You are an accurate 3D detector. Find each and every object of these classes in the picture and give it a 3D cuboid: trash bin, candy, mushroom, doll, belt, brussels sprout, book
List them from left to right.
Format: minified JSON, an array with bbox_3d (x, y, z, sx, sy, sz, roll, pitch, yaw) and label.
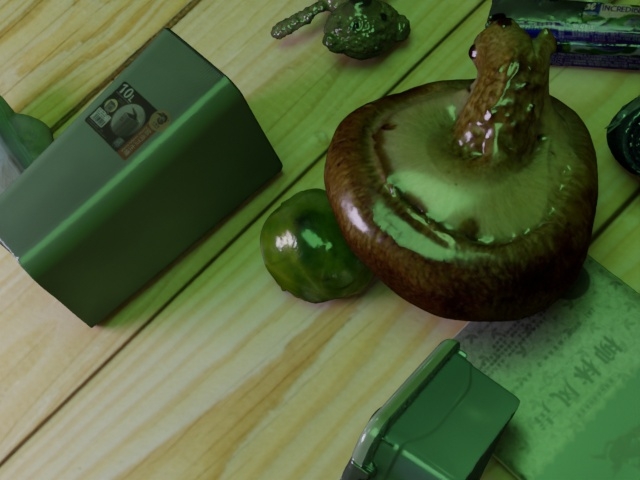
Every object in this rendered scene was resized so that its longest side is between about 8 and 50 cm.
[{"bbox_3d":[-0.240,-0.070,1.457,0.343,0.223,0.158,-45,61,-9],"label":"trash bin"},{"bbox_3d":[-0.004,-0.001,1.413,0.151,0.122,0.149,-14,63,8],"label":"brussels sprout"},{"bbox_3d":[0.036,-0.377,1.632,0.202,0.091,0.286,5,53,4],"label":"doll"},{"bbox_3d":[0.170,-0.085,1.309,0.345,0.260,0.346,2,50,-2],"label":"mushroom"},{"bbox_3d":[0.323,0.190,1.278,0.264,0.031,0.379,-45,61,-8],"label":"book"},{"bbox_3d":[0.375,-0.268,1.474,0.312,0.088,0.061,8,66,19],"label":"candy"},{"bbox_3d":[0.460,-0.147,1.375,0.218,0.128,0.122,-24,97,3],"label":"belt"}]

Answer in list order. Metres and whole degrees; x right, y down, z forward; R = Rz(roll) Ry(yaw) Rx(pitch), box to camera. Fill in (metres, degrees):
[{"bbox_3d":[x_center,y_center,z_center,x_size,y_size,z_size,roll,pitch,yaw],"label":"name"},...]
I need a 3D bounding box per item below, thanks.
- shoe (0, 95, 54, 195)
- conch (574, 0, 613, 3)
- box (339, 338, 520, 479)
[{"bbox_3d":[-0.430,-0.122,1.616,0.100,0.103,0.251,-17,64,-46],"label":"shoe"},{"bbox_3d":[0.389,-0.381,1.550,0.104,0.094,0.176,19,96,9],"label":"conch"},{"bbox_3d":[0.109,0.224,1.203,0.130,0.162,0.227,30,34,16],"label":"box"}]
